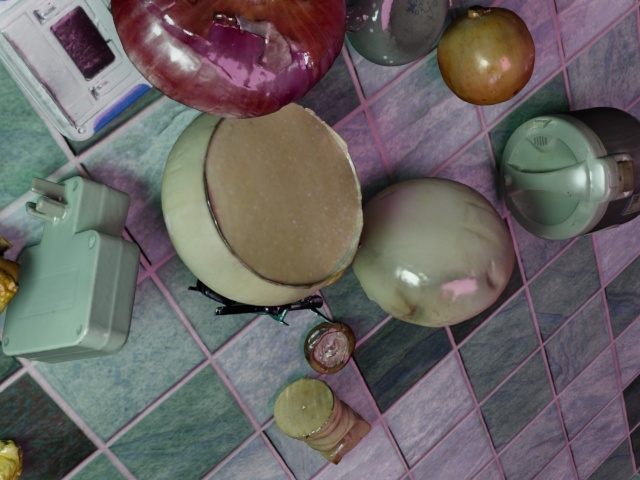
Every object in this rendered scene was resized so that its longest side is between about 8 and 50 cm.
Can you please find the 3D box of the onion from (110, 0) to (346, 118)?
[{"bbox_3d":[-0.140,-0.324,1.225,0.347,0.285,0.348,8,70,-22],"label":"onion"}]

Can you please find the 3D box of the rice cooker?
[{"bbox_3d":[0.554,-0.144,1.856,0.277,0.288,0.288,-13,121,-36],"label":"rice cooker"}]

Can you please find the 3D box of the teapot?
[{"bbox_3d":[0.122,-0.397,1.474,0.294,0.129,0.193,-22,126,-31],"label":"teapot"}]

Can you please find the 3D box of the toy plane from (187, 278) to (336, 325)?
[{"bbox_3d":[-0.107,0.095,1.547,0.106,0.155,0.381,-60,151,3],"label":"toy plane"}]

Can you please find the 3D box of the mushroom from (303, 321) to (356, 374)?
[{"bbox_3d":[0.018,0.218,1.780,0.123,0.052,0.123,-13,116,-28],"label":"mushroom"}]

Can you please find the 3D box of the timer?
[{"bbox_3d":[-0.345,-0.274,1.193,0.178,0.078,0.253,-43,133,-13],"label":"timer"}]

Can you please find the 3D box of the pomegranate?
[{"bbox_3d":[0.314,-0.347,1.615,0.191,0.191,0.191,-19,124,-30],"label":"pomegranate"}]

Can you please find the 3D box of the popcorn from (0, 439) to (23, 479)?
[{"bbox_3d":[-0.529,0.359,1.406,0.084,0.084,0.084,-19,124,-30],"label":"popcorn"}]

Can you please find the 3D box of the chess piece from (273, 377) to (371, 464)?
[{"bbox_3d":[0.021,0.395,1.851,0.137,0.137,0.301,-50,145,-5],"label":"chess piece"}]

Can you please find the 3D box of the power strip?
[{"bbox_3d":[-0.373,0.035,1.251,0.141,0.229,0.261,22,65,-43],"label":"power strip"}]

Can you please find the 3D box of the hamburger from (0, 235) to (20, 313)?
[{"bbox_3d":[-0.553,0.089,1.184,0.283,0.144,0.156,-53,128,-9],"label":"hamburger"}]

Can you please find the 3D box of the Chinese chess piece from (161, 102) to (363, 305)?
[{"bbox_3d":[-0.087,-0.065,1.377,0.338,0.140,0.338,13,69,-36],"label":"Chinese chess piece"}]

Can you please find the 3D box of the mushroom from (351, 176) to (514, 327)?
[{"bbox_3d":[0.221,0.009,1.673,0.356,0.315,0.315,-36,145,-69],"label":"mushroom"}]

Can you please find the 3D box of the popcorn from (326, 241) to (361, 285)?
[{"bbox_3d":[0.000,0.000,1.585,0.148,0.152,0.167,87,14,-67],"label":"popcorn"}]
